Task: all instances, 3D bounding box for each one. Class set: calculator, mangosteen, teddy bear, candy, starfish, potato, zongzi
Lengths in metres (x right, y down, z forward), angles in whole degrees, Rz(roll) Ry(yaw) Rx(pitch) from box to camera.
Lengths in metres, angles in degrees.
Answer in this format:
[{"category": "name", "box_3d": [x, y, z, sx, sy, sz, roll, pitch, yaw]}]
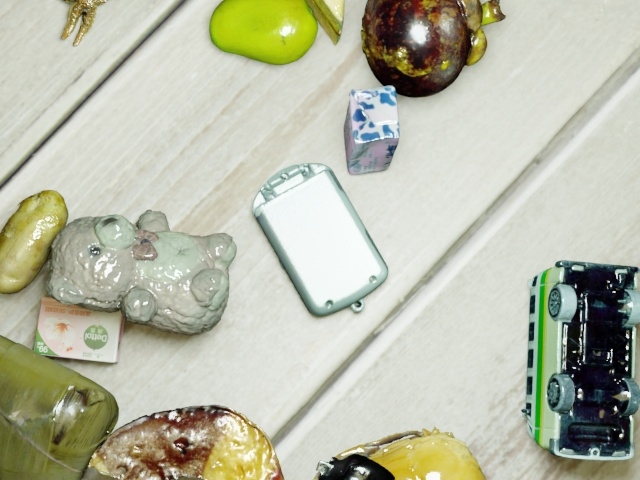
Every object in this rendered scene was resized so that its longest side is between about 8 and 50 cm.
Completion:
[{"category": "calculator", "box_3d": [0.000, 0.000, 1.954, 0.141, 0.045, 0.246, -30, 84, -4]}, {"category": "mangosteen", "box_3d": [0.169, -0.310, 1.924, 0.217, 0.192, 0.192, -9, 83, -9]}, {"category": "teddy bear", "box_3d": [-0.258, 0.041, 1.887, 0.267, 0.236, 0.151, 23, 125, -10]}, {"category": "candy", "box_3d": [0.075, -0.164, 1.919, 0.073, 0.160, 0.092, -5, 77, -4]}, {"category": "starfish", "box_3d": [-0.352, -0.376, 2.001, 0.130, 0.041, 0.133, -15, 84, -3]}, {"category": "potato", "box_3d": [-0.435, 0.000, 1.923, 0.080, 0.107, 0.170, 29, 88, -13]}, {"category": "zongzi", "box_3d": [-0.469, 0.299, 1.874, 0.274, 0.145, 0.300, 25, 90, 7]}]

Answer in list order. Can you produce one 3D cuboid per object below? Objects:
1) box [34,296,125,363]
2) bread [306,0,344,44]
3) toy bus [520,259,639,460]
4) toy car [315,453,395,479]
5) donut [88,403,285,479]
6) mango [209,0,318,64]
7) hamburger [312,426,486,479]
[{"category": "box", "box_3d": [-0.358, 0.134, 1.938, 0.125, 0.043, 0.089, 5, 83, 1]}, {"category": "bread", "box_3d": [0.016, -0.455, 1.955, 0.163, 0.167, 0.264, -34, 88, -5]}, {"category": "toy bus", "box_3d": [0.372, 0.174, 1.876, 0.134, 0.165, 0.276, 6, 83, -14]}, {"category": "toy car", "box_3d": [0.096, 0.423, 1.707, 0.301, 0.118, 0.193, 30, 71, 3]}, {"category": "donut", "box_3d": [-0.170, 0.310, 1.886, 0.295, 0.112, 0.151, 19, 81, 1]}, {"category": "mango", "box_3d": [-0.085, -0.330, 1.971, 0.163, 0.089, 0.117, 15, 96, 3]}, {"category": "hamburger", "box_3d": [0.113, 0.423, 1.849, 0.319, 0.158, 0.318, 0, 81, 2]}]
